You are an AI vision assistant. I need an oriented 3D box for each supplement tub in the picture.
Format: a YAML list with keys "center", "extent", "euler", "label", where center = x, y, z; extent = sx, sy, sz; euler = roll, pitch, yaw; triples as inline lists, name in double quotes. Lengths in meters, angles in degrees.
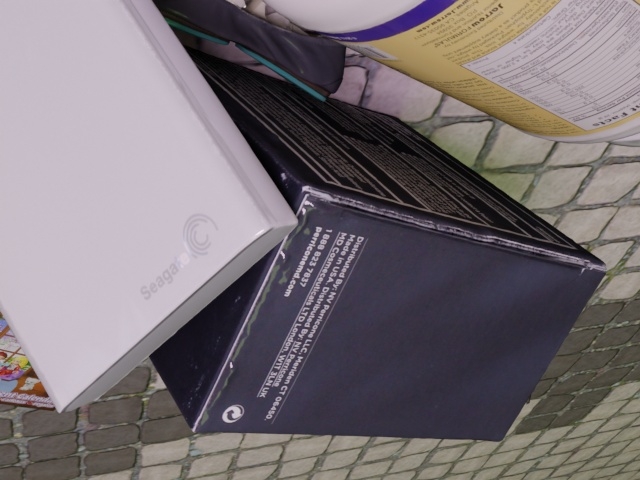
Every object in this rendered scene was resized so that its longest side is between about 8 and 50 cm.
- center: [0.136, -0.199, 0.547]
  extent: [0.331, 0.241, 0.241]
  euler: [14, 134, -40]
  label: "supplement tub"

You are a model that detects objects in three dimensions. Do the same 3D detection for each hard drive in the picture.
- center: [-0.169, -0.076, 0.525]
  extent: [0.203, 0.307, 0.040]
  euler: [-40, 167, 29]
  label: "hard drive"

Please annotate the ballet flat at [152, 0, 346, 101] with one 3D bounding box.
- center: [-0.058, -0.172, 0.657]
  extent: [0.203, 0.074, 0.074]
  euler: [19, 131, -35]
  label: "ballet flat"

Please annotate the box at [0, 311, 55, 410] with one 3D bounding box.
- center: [-0.349, 0.089, 0.888]
  extent: [0.201, 0.057, 0.293]
  euler: [-39, 141, 27]
  label: "box"

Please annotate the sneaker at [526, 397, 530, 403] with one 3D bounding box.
- center: [0.181, 0.111, 1.158]
  extent: [0.182, 0.158, 0.410]
  euler: [2, 158, 27]
  label: "sneaker"

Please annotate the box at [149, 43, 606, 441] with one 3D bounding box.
- center: [0.000, 0.000, 0.681]
  extent: [0.294, 0.296, 0.182]
  euler: [11, 113, -37]
  label: "box"
